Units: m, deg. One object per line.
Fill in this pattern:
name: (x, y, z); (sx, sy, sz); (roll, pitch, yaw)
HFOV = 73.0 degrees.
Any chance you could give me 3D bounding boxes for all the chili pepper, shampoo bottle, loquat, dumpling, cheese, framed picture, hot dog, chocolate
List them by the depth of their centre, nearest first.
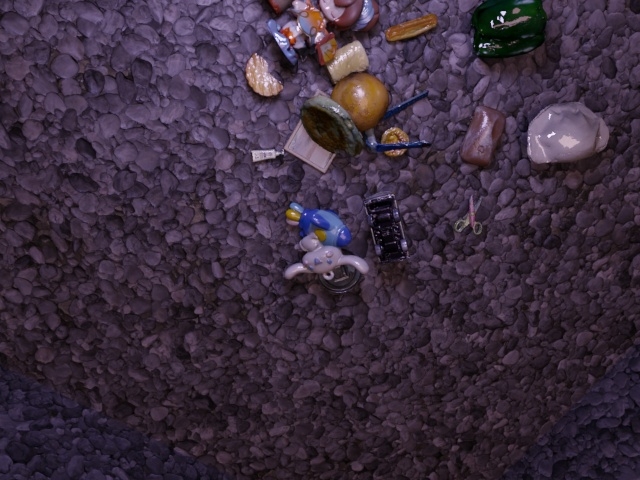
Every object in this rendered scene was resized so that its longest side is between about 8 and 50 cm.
chili pepper: (0.726, -0.834, 1.690); (0.257, 0.248, 0.233); (-13, 121, 9)
loquat: (0.155, -0.551, 1.719); (0.235, 0.235, 0.234); (-1, 108, -4)
cheese: (0.101, -0.714, 1.742); (0.167, 0.094, 0.123); (-26, 106, 3)
hot dog: (0.363, -0.854, 1.745); (0.216, 0.047, 0.066); (-20, 123, 1)
framed picture: (0.004, -0.464, 1.855); (0.213, 0.016, 0.289); (29, 103, -13)
shampoo bottle: (-0.225, -0.368, 1.858); (0.141, 0.034, 0.048); (-7, 101, -3)
dumpling: (1.065, -0.467, 1.869); (0.341, 0.181, 0.259); (-7, 100, 20)
chocolate: (0.717, -0.452, 1.886); (0.161, 0.083, 0.261); (12, 106, -10)

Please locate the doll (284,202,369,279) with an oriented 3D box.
doll: (0.000, 0.001, 1.899); (0.376, 0.187, 0.365); (-10, 99, -2)

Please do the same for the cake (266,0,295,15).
cake: (-0.178, -1.003, 1.650); (0.158, 0.160, 0.262); (-36, 73, 7)

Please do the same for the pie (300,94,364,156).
pie: (0.041, -0.448, 1.721); (0.302, 0.302, 0.067); (43, 71, -16)

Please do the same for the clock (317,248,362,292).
clock: (0.090, 0.142, 2.045); (0.215, 0.042, 0.214); (-2, 108, -5)

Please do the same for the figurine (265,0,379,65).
figurine: (0.014, -0.847, 1.638); (0.388, 0.248, 0.276); (-31, 111, 15)

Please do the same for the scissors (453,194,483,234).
scissors: (0.707, -0.120, 2.024); (0.134, 0.020, 0.187); (8, 108, -3)

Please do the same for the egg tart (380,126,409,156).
egg tart: (0.322, -0.427, 1.876); (0.131, 0.052, 0.130); (-1, 108, -3)

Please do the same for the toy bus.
toy bus: (0.297, -0.071, 1.922); (0.143, 0.179, 0.305); (-13, 109, 16)

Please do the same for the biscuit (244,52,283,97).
biscuit: (-0.241, -0.656, 1.750); (0.118, 0.061, 0.183); (-34, 105, 8)

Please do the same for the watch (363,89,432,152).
watch: (0.319, -0.497, 1.806); (0.275, 0.068, 0.276); (-4, 66, 17)
